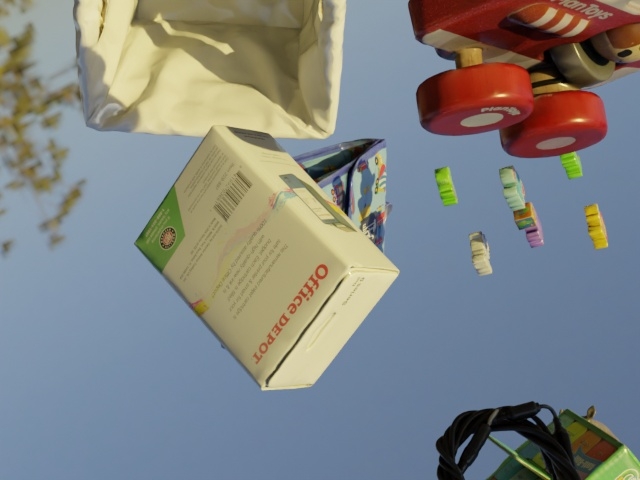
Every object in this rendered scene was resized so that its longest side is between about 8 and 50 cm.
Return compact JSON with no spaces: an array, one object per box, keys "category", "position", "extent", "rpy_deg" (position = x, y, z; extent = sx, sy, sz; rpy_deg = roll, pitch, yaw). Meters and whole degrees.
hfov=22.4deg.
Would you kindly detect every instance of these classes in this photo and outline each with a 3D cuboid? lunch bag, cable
[{"category":"lunch bag","position":[0.000,0.000,2.090],"extent":[0.138,0.221,0.293],"rpy_deg":[11,-157,32]},{"category":"cable","position":[0.200,0.257,1.713],"extent":[0.150,0.185,0.047],"rpy_deg":[-2,150,-6]}]

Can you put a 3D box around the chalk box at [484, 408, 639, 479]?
[{"category":"chalk box","position":[0.309,0.331,1.935],"extent":[0.179,0.289,0.180],"rpy_deg":[-40,-162,-5]}]

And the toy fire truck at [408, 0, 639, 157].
[{"category":"toy fire truck","position":[0.226,-0.194,1.407],"extent":[0.254,0.169,0.302],"rpy_deg":[-17,163,38]}]

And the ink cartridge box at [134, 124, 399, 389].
[{"category":"ink cartridge box","position":[-0.053,0.016,1.537],"extent":[0.093,0.212,0.154],"rpy_deg":[5,126,-55]}]

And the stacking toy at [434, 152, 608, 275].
[{"category":"stacking toy","position":[0.243,-0.044,1.946],"extent":[0.167,0.221,0.052],"rpy_deg":[-14,-126,15]}]

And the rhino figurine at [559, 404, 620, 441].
[{"category":"rhino figurine","position":[0.399,0.318,2.306],"extent":[0.073,0.243,0.106],"rpy_deg":[-12,-140,42]}]

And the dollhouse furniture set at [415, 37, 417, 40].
[{"category":"dollhouse furniture set","position":[0.310,-0.357,2.178],"extent":[0.374,0.201,0.152],"rpy_deg":[-31,-141,61]}]

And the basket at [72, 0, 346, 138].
[{"category":"basket","position":[-0.130,-0.331,2.050],"extent":[0.331,0.328,0.266],"rpy_deg":[3,-142,0]}]
